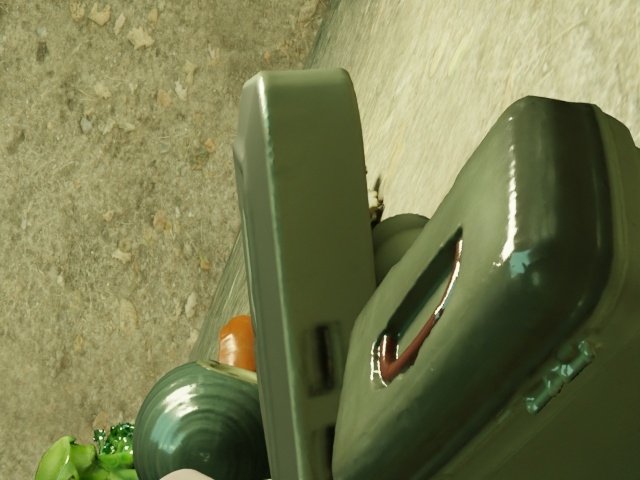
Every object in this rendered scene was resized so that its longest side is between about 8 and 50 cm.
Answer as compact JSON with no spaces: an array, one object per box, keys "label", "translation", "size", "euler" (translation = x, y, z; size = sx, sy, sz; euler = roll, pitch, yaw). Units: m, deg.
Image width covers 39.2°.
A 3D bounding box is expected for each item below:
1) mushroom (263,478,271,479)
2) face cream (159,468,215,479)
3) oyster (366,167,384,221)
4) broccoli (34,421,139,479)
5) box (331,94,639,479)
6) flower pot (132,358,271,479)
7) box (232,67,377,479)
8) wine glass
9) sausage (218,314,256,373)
[{"label":"mushroom","translation":[-0.047,0.307,0.762],"size":[0.225,0.093,0.116],"euler":[-99,22,-65]},{"label":"face cream","translation":[-0.033,0.225,0.548],"size":[0.269,0.073,0.107],"euler":[10,58,47]},{"label":"oyster","translation":[0.000,0.003,1.104],"size":[0.110,0.166,0.341],"euler":[-49,36,37]},{"label":"broccoli","translation":[-0.307,0.386,1.458],"size":[0.297,0.297,0.297],"euler":[-28,43,29]},{"label":"box","translation":[0.101,0.051,0.429],"size":[0.148,0.129,0.210],"euler":[-78,15,-47]},{"label":"flower pot","translation":[-0.113,0.221,1.010],"size":[0.243,0.189,0.157],"euler":[105,180,-85]},{"label":"box","translation":[-0.016,0.051,0.744],"size":[0.367,0.090,0.373],"euler":[-125,30,-80]},{"label":"wine glass","translation":[0.080,0.041,0.673],"size":[0.202,0.093,0.093],"euler":[-105,38,-74]},{"label":"sausage","translation":[-0.135,0.209,1.496],"size":[0.089,0.089,0.179],"euler":[123,156,-47]}]
